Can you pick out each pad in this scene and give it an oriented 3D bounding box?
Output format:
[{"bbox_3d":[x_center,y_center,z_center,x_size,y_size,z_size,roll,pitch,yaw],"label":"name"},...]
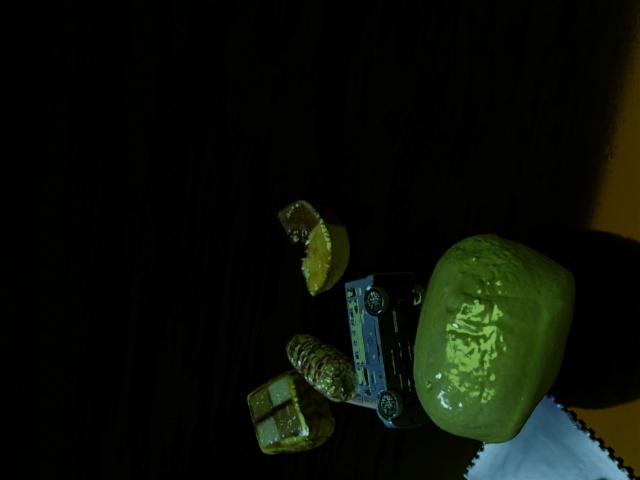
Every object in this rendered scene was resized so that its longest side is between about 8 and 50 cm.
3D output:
[{"bbox_3d":[0.383,0.411,1.357,0.270,0.012,0.269,50,128,36],"label":"pad"}]

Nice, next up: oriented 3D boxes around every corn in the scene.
[{"bbox_3d":[0.001,0.265,1.703,0.290,0.098,0.098,-163,75,-67],"label":"corn"}]

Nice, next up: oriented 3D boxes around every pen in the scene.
[{"bbox_3d":[0.073,0.321,1.705,0.197,0.032,0.053,3,95,48],"label":"pen"}]

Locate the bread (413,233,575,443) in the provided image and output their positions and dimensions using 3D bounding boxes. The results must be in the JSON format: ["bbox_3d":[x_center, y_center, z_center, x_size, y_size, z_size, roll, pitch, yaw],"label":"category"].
[{"bbox_3d":[0.263,0.152,1.264,0.237,0.320,0.320,14,104,17],"label":"bread"}]

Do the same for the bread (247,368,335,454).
[{"bbox_3d":[-0.072,0.396,1.836,0.222,0.096,0.181,-34,64,46],"label":"bread"}]

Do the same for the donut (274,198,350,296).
[{"bbox_3d":[0.000,0.002,1.735,0.141,0.085,0.217,-38,64,44],"label":"donut"}]

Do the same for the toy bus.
[{"bbox_3d":[0.133,0.213,1.556,0.133,0.125,0.292,-16,79,50],"label":"toy bus"}]
